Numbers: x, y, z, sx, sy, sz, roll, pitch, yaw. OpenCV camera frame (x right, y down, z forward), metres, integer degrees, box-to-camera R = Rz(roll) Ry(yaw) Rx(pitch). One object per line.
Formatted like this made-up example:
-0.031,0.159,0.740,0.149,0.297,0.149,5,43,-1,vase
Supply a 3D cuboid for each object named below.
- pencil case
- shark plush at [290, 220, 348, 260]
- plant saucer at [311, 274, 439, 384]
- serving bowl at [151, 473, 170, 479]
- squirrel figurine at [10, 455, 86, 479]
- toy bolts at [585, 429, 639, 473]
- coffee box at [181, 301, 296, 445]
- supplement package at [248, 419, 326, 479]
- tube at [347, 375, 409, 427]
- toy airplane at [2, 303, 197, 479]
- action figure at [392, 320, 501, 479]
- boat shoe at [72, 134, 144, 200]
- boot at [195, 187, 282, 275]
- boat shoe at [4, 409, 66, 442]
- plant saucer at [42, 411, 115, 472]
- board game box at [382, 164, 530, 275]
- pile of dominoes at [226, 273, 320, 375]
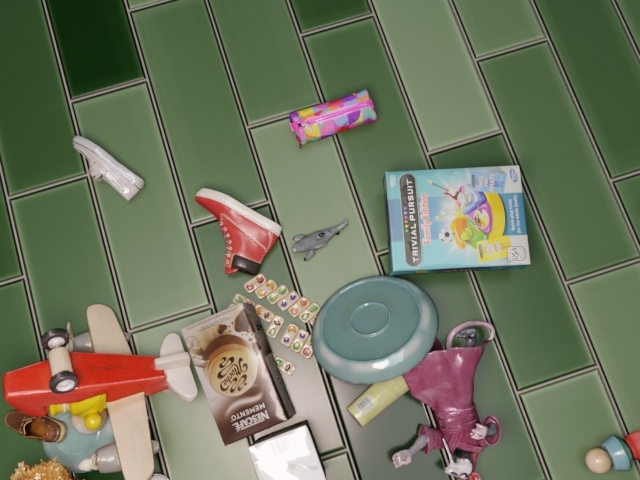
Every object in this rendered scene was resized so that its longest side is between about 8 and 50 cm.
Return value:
0.031,-0.328,1.790,0.237,0.104,0.104,-20,78,-5,pencil case
0.000,0.000,1.731,0.161,0.067,0.073,-16,78,-3,shark plush
0.123,0.198,1.610,0.318,0.043,0.317,-12,44,11,plant saucer
-0.395,0.606,1.616,0.084,0.027,0.083,0,78,0,serving bowl
-0.525,0.655,1.418,0.397,0.370,0.281,32,89,11,squirrel figurine
0.730,0.559,1.552,0.159,0.218,0.228,-21,60,2,toy bolts
-0.196,0.319,1.620,0.168,0.119,0.297,-24,80,4,coffee box
-0.071,0.501,1.529,0.139,0.244,0.133,-20,79,-5,supplement package
0.174,0.363,1.660,0.240,0.070,0.062,-39,42,-12,tube
-0.487,0.349,1.564,0.385,0.386,0.272,34,119,-1,toy airplane
0.315,0.409,1.615,0.248,0.276,0.369,-12,95,32,action figure
-0.576,-0.191,1.766,0.226,0.083,0.075,34,79,6,boat shoe
-0.245,-0.015,1.728,0.244,0.088,0.176,29,81,3,boot
-0.699,0.445,1.616,0.178,0.060,0.064,9,79,24,boat shoe
-0.594,0.472,1.642,0.195,0.037,0.194,0,78,0,plant saucer
0.334,-0.049,1.668,0.336,0.079,0.253,-3,78,-1,board game box
-0.119,0.206,1.700,0.251,0.040,0.195,29,79,6,pile of dominoes
